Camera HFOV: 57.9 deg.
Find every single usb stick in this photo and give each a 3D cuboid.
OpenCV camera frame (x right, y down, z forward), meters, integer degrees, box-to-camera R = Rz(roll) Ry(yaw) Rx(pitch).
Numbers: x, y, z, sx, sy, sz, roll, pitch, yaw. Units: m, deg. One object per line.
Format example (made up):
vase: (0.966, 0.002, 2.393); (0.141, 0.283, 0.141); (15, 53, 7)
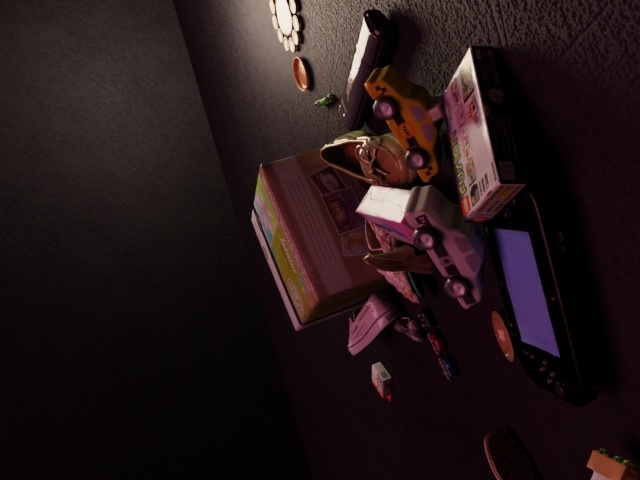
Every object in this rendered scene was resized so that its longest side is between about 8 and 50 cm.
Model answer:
usb stick: (0.080, -0.309, 1.088); (0.077, 0.045, 0.278); (64, 162, 20)

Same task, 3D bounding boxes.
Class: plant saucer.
plant saucer: (-0.046, -0.410, 1.424); (0.083, 0.013, 0.083); (56, 158, 38)
plant saucer: (0.298, 0.152, 0.927); (0.083, 0.015, 0.083); (-17, -90, -90)

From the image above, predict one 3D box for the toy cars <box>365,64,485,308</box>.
toy cars: (0.178, -0.096, 0.868); (0.087, 0.177, 0.393); (-24, 72, 30)

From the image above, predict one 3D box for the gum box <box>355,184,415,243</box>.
gum box: (0.151, -0.040, 1.034); (0.107, 0.062, 0.188); (34, 176, -23)

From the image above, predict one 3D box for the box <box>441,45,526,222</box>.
box: (0.210, -0.139, 0.769); (0.114, 0.036, 0.206); (112, 156, -66)

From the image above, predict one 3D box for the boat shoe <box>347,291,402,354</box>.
boat shoe: (0.112, 0.204, 1.421); (0.088, 0.096, 0.267); (51, 156, 13)

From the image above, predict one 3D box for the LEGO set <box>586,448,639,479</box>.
LEGO set: (0.404, 0.275, 0.619); (0.287, 0.132, 0.106); (-66, -22, -81)

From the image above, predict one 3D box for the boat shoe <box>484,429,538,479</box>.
boat shoe: (0.348, 0.429, 1.019); (0.072, 0.068, 0.189); (79, 165, -63)

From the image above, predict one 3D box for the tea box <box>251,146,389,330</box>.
tea box: (0.000, 0.000, 1.367); (0.323, 0.220, 0.328); (116, 132, -66)

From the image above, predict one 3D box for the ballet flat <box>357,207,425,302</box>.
ballet flat: (0.141, 0.019, 1.172); (0.091, 0.077, 0.240); (9, -119, -64)

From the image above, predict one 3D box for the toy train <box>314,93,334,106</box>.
toy train: (0.008, -0.322, 1.335); (0.083, 0.024, 0.017); (-174, 66, -72)

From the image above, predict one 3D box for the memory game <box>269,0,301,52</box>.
memory game: (-0.085, -0.549, 1.401); (0.186, 0.012, 0.186); (161, 90, -72)

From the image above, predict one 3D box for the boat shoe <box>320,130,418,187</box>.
boat shoe: (0.093, -0.155, 1.136); (0.285, 0.090, 0.104); (-151, 45, -65)

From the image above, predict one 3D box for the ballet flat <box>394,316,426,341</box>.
ballet flat: (0.198, 0.192, 1.277); (0.114, 0.041, 0.041); (17, 124, 68)

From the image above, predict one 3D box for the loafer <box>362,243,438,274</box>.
loafer: (0.152, 0.031, 1.088); (0.056, 0.148, 0.050); (-133, 49, -74)

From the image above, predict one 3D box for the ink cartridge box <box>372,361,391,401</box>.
ink cartridge box: (0.168, 0.395, 1.593); (0.063, 0.029, 0.115); (-127, 25, -45)

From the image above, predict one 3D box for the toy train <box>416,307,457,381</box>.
toy train: (0.240, 0.211, 1.183); (0.158, 0.027, 0.036); (68, 152, 13)

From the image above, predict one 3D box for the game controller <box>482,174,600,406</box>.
game controller: (0.292, 0.064, 0.795); (0.166, 0.067, 0.318); (-175, 68, -72)
